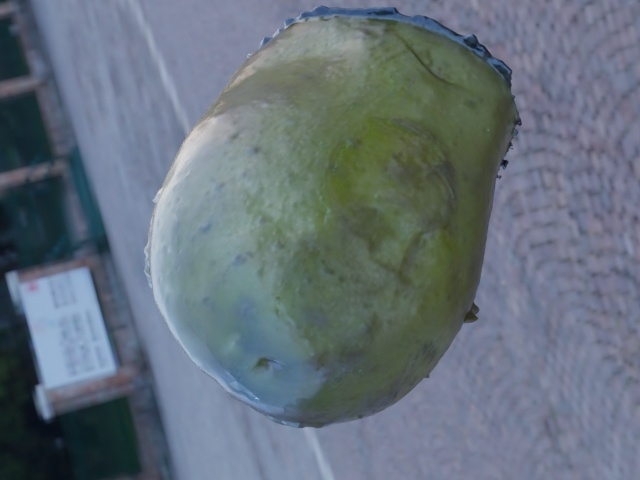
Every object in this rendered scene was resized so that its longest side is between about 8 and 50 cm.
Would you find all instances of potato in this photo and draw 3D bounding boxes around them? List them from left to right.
[{"bbox_3d":[0.000,0.000,0.926,0.229,0.229,0.266,85,-154,-43],"label":"potato"}]
